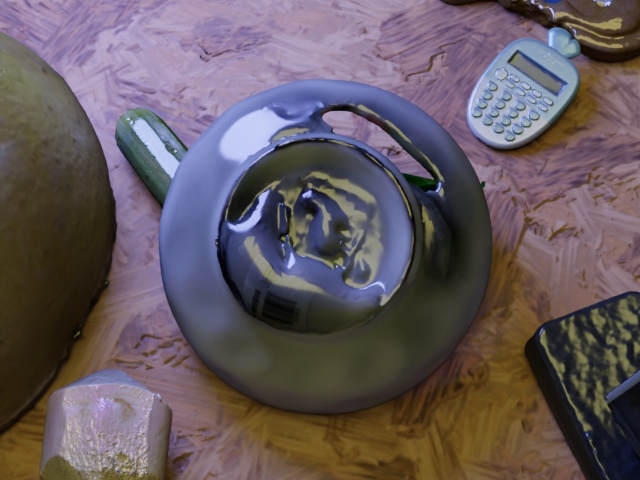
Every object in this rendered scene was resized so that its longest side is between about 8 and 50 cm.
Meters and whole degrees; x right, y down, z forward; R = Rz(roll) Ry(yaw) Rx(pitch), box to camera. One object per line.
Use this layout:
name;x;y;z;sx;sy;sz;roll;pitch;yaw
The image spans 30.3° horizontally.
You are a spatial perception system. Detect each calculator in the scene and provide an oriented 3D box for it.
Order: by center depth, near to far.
calculator;0.220;-0.162;1.257;0.095;0.021;0.153;38;80;18

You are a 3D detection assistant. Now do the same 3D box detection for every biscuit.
biscuit;0.284;-0.290;1.319;0.319;0.047;0.183;12;62;11

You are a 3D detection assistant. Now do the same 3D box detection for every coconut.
coconut;-0.192;0.177;1.071;0.116;0.116;0.122;-2;66;3

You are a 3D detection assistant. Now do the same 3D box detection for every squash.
squash;-0.138;-0.051;1.212;0.066;0.066;0.229;-35;64;-13

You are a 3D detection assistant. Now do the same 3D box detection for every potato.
potato;-0.417;-0.033;1.087;0.385;0.319;0.442;27;65;15

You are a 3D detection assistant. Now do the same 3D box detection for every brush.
brush;0.282;0.150;1.083;0.123;0.059;0.197;-21;65;-7

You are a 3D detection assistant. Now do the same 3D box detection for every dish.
dish;0.000;0.000;1.080;0.324;0.124;0.324;0;86;4

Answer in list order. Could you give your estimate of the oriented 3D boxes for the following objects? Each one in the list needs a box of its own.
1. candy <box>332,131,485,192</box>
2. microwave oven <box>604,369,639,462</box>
candy;0.052;-0.029;1.182;0.203;0.078;0.141;18;67;17
microwave oven;0.430;0.200;0.906;0.286;0.218;0.355;-15;66;-42
